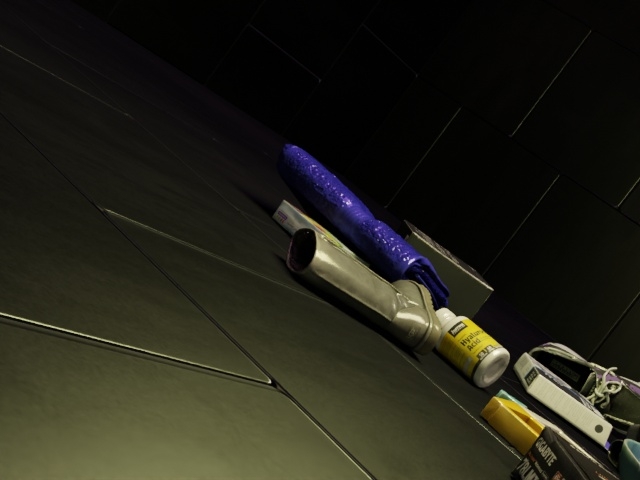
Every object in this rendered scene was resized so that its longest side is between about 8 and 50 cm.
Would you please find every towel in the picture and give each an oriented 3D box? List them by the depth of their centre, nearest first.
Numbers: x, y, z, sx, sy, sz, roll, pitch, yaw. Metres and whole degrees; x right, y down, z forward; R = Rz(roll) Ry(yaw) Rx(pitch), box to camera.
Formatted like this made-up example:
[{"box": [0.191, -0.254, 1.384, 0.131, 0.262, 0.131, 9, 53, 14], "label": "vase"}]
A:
[{"box": [0.071, -0.015, 1.693, 0.308, 0.076, 0.227, 44, -6, 29], "label": "towel"}]

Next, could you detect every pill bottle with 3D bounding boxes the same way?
[{"box": [0.202, 0.147, 1.517, 0.116, 0.065, 0.065, 40, 7, 34], "label": "pill bottle"}]

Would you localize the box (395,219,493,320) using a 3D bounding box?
[{"box": [0.216, 0.061, 2.090, 0.184, 0.103, 0.261, 33, 6, -2], "label": "box"}]

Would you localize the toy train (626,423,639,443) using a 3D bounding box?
[{"box": [0.689, 0.361, 1.834, 0.190, 0.142, 0.334, 39, -28, -30], "label": "toy train"}]

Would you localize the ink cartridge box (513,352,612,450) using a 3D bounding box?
[{"box": [0.440, 0.289, 1.896, 0.208, 0.045, 0.206, 38, 5, 0], "label": "ink cartridge box"}]

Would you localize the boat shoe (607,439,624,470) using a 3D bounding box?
[{"box": [0.479, 0.344, 1.680, 0.042, 0.049, 0.133, 31, 4, -4], "label": "boat shoe"}]

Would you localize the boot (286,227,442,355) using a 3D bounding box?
[{"box": [0.046, 0.054, 1.386, 0.208, 0.076, 0.189, 28, 6, -16], "label": "boot"}]

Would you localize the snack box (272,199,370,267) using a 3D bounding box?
[{"box": [0.000, 0.000, 1.621, 0.100, 0.037, 0.141, 34, 4, -38], "label": "snack box"}]

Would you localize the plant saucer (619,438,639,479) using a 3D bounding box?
[{"box": [0.348, 0.273, 0.829, 0.317, 0.044, 0.317, 38, 7, -5], "label": "plant saucer"}]

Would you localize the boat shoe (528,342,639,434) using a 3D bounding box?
[{"box": [0.556, 0.298, 2.176, 0.306, 0.113, 0.105, 36, 12, 26], "label": "boat shoe"}]

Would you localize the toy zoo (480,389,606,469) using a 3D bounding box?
[{"box": [0.306, 0.275, 1.289, 0.293, 0.030, 0.192, 41, 7, 39], "label": "toy zoo"}]

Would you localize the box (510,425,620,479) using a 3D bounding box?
[{"box": [0.321, 0.307, 0.947, 0.295, 0.073, 0.293, 37, 7, -2], "label": "box"}]
